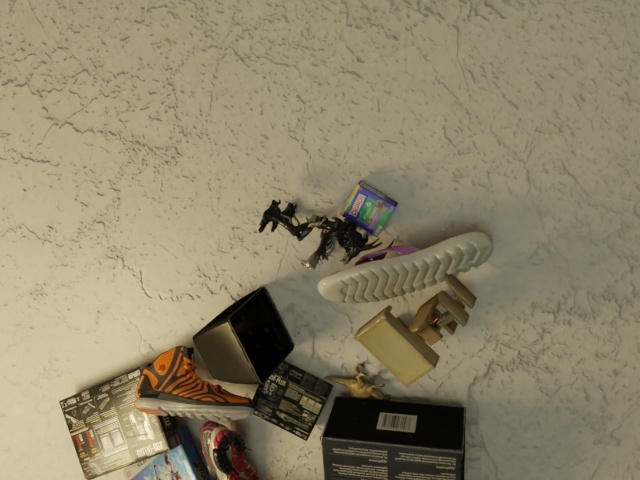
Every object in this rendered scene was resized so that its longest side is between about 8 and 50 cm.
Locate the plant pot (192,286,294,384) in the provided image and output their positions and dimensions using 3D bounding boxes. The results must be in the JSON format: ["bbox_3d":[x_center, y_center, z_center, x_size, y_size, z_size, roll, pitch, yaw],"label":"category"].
[{"bbox_3d":[-0.208,0.254,1.760,0.167,0.188,0.187,-19,102,31],"label":"plant pot"}]

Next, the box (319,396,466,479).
[{"bbox_3d":[0.189,0.585,1.748,0.343,0.179,0.312,3,113,13],"label":"box"}]

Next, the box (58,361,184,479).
[{"bbox_3d":[-0.558,0.506,1.928,0.307,0.076,0.242,-25,82,19],"label":"box"}]

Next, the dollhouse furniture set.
[{"bbox_3d":[0.206,0.188,1.588,0.161,0.242,0.212,44,126,-3],"label":"dollhouse furniture set"}]

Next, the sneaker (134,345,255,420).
[{"bbox_3d":[-0.322,0.369,1.811,0.321,0.124,0.180,5,63,4],"label":"sneaker"}]

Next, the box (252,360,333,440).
[{"bbox_3d":[-0.080,0.417,1.825,0.180,0.077,0.147,25,111,4],"label":"box"}]

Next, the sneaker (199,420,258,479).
[{"bbox_3d":[-0.256,0.627,1.925,0.112,0.121,0.299,21,127,44],"label":"sneaker"}]

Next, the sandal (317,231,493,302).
[{"bbox_3d":[0.194,0.053,1.624,0.416,0.102,0.169,-14,147,1],"label":"sandal"}]

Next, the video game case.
[{"bbox_3d":[-0.417,0.702,1.935,0.244,0.061,0.269,-43,63,21],"label":"video game case"}]

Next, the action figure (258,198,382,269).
[{"bbox_3d":[0.000,0.000,1.640,0.275,0.164,0.141,20,91,16],"label":"action figure"}]

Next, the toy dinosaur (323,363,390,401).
[{"bbox_3d":[0.098,0.370,1.783,0.183,0.053,0.093,19,112,7],"label":"toy dinosaur"}]

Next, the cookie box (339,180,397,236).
[{"bbox_3d":[0.114,-0.076,1.647,0.107,0.040,0.092,31,112,3],"label":"cookie box"}]
